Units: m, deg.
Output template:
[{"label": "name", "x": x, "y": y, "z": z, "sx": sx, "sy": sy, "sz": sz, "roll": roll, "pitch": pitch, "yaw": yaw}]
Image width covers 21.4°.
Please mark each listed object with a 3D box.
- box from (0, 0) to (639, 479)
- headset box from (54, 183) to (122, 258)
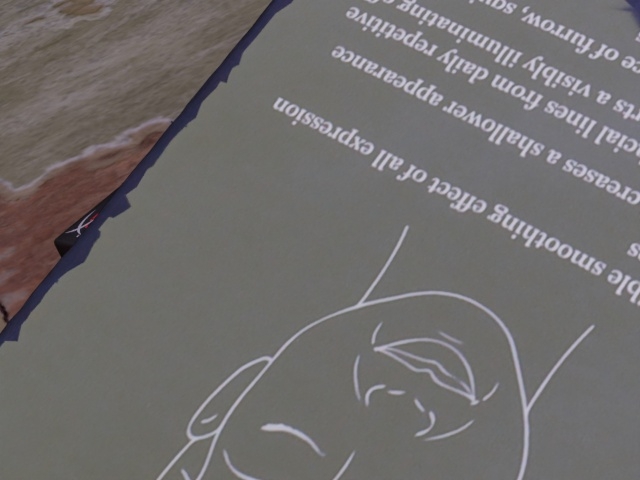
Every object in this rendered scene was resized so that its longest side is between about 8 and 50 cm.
[{"label": "box", "x": 0.045, "y": 0.103, "z": 0.662, "sx": 0.293, "sy": 0.212, "sz": 0.395, "roll": 30, "pitch": 70, "yaw": 24}, {"label": "headset box", "x": 0.000, "y": 0.000, "z": 1.154, "sx": 0.293, "sy": 0.110, "sz": 0.218, "roll": 9, "pitch": 42, "yaw": 42}]
